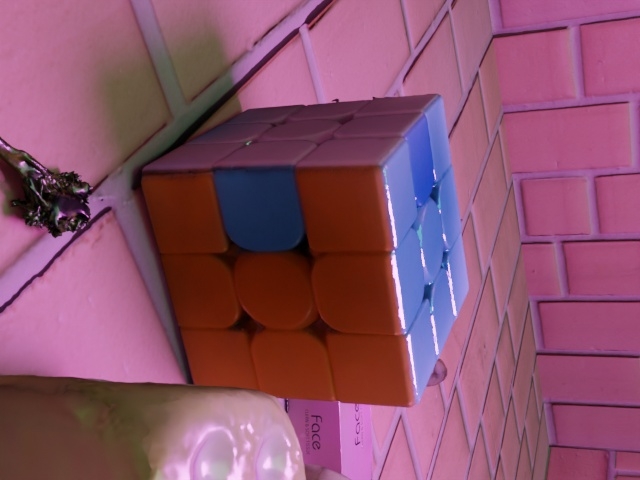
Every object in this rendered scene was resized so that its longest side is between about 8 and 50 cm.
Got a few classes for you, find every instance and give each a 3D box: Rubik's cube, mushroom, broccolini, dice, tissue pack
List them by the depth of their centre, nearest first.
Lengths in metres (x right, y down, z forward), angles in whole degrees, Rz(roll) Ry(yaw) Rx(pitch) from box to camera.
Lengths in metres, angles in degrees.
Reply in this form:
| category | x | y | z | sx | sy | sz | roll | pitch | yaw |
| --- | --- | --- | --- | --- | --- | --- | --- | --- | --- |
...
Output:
| category | x | y | z | sx | sy | sz | roll | pitch | yaw |
| --- | --- | --- | --- | --- | --- | --- | --- | --- | --- |
| dice | -0.171 | 0.233 | 0.614 | 0.254 | 0.250 | 0.252 | 24 | 66 | -64 |
| broccolini | -0.285 | -0.082 | 0.665 | 0.057 | 0.071 | 0.254 | -45 | 138 | -1 |
| Rubik's cube | 0.000 | 0.000 | 0.980 | 0.290 | 0.291 | 0.291 | -47 | 131 | -58 |
| tissue pack | 0.018 | 0.279 | 1.245 | 0.148 | 0.092 | 0.246 | -2 | 90 | -68 |
| mushroom | 0.213 | 0.256 | 1.710 | 0.096 | 0.099 | 0.278 | -66 | 153 | -21 |

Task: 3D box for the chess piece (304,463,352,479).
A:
| category | x | y | z | sx | sy | sz | roll | pitch | yaw |
| --- | --- | --- | --- | --- | --- | --- | --- | --- | --- |
| chess piece | -0.045 | 0.469 | 1.011 | 0.330 | 0.182 | 0.182 | -58 | 140 | -43 |
